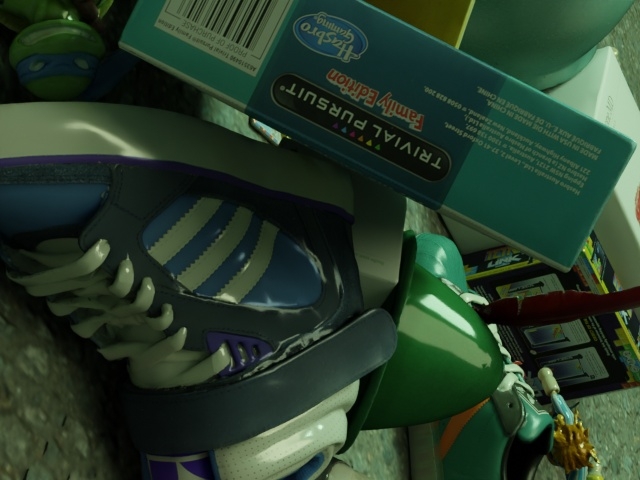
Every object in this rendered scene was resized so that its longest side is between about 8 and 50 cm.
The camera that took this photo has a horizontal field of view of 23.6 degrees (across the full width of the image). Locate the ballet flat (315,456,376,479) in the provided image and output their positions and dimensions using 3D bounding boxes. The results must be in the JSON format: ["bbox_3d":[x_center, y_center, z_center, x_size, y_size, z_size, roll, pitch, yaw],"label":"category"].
[{"bbox_3d":[0.032,0.209,1.106,0.203,0.074,0.074,58,31,-29],"label":"ballet flat"}]

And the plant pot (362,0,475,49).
[{"bbox_3d":[-0.003,-0.256,1.063,0.212,0.187,0.212,22,86,-55],"label":"plant pot"}]

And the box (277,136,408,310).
[{"bbox_3d":[0.000,0.000,1.093,0.101,0.087,0.102,18,50,-12],"label":"box"}]

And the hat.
[{"bbox_3d":[0.120,0.097,1.114,0.208,0.183,0.173,132,-24,-73],"label":"hat"}]

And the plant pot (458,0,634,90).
[{"bbox_3d":[0.179,-0.265,1.452,0.196,0.293,0.293,82,15,-45],"label":"plant pot"}]

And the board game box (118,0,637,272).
[{"bbox_3d":[0.027,-0.083,0.918,0.079,0.254,0.336,-63,-178,3],"label":"board game box"}]

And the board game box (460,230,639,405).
[{"bbox_3d":[0.222,0.075,1.458,0.170,0.141,0.048,59,33,-28],"label":"board game box"}]

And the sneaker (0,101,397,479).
[{"bbox_3d":[-0.095,0.057,0.887,0.323,0.130,0.236,10,79,-47],"label":"sneaker"}]

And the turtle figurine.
[{"bbox_3d":[-0.161,-0.230,0.838,0.274,0.198,0.266,31,46,-58],"label":"turtle figurine"}]

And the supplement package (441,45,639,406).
[{"bbox_3d":[0.256,-0.010,1.530,0.293,0.175,0.177,59,31,-26],"label":"supplement package"}]

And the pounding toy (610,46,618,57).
[{"bbox_3d":[0.257,-0.239,1.677,0.269,0.155,0.154,57,36,-30],"label":"pounding toy"}]

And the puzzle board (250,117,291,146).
[{"bbox_3d":[-0.024,-0.124,1.242,0.096,0.011,0.128,41,41,-48],"label":"puzzle board"}]

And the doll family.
[{"bbox_3d":[0.226,0.210,1.376,0.163,0.118,0.263,12,63,-80],"label":"doll family"}]

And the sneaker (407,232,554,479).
[{"bbox_3d":[0.137,0.131,1.290,0.108,0.121,0.302,18,60,-59],"label":"sneaker"}]
